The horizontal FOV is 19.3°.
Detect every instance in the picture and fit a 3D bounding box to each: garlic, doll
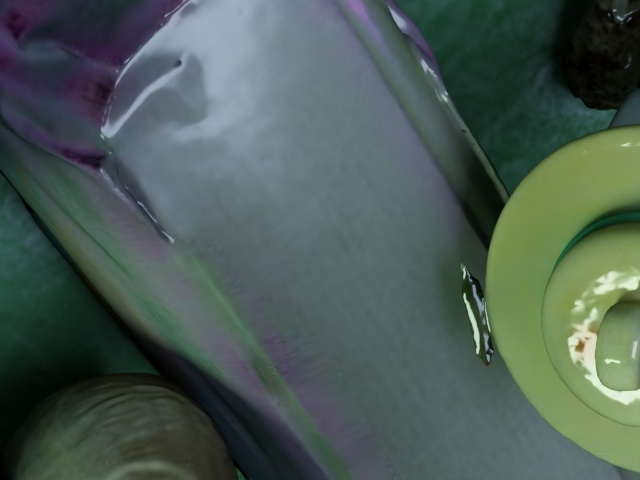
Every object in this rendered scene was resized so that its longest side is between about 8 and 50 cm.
[{"bbox_3d":[-0.082,0.105,0.757,0.087,0.195,0.101,-19,94,-19],"label":"garlic"},{"bbox_3d":[0.158,-0.029,0.746,0.208,0.144,0.271,59,45,-58],"label":"doll"}]

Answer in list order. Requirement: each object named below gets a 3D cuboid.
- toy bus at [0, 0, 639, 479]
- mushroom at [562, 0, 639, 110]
[{"bbox_3d":[0.000,0.000,0.779,0.171,0.162,0.386,-44,124,-13],"label":"toy bus"},{"bbox_3d":[0.166,-0.162,0.874,0.227,0.148,0.217,24,107,-32],"label":"mushroom"}]
